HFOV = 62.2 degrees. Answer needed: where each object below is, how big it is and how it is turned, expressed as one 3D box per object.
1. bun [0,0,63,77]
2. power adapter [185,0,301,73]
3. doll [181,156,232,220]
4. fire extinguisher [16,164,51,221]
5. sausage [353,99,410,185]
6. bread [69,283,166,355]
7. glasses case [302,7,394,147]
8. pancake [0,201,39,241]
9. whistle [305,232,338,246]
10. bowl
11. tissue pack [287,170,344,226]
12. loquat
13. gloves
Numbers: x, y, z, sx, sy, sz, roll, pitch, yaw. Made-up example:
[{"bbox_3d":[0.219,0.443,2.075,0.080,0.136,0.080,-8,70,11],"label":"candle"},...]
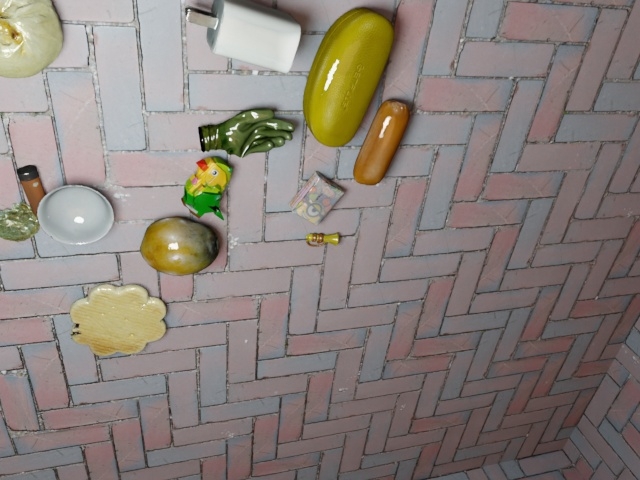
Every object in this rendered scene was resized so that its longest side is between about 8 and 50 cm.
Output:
[{"bbox_3d":[-0.682,-0.459,1.166,0.223,0.127,0.222,-8,128,-11],"label":"bun"},{"bbox_3d":[-0.192,-0.505,1.264,0.256,0.187,0.124,9,119,-24],"label":"power adapter"},{"bbox_3d":[-0.319,-0.150,1.522,0.135,0.106,0.186,7,121,-30],"label":"doll"},{"bbox_3d":[-0.761,-0.115,1.433,0.062,0.050,0.177,-26,133,-29],"label":"fire extinguisher"},{"bbox_3d":[0.182,-0.291,1.599,0.105,0.105,0.274,9,120,-24],"label":"sausage"},{"bbox_3d":[-0.656,0.256,1.726,0.317,0.054,0.315,-8,125,-12],"label":"bread"},{"bbox_3d":[0.064,-0.432,1.432,0.174,0.141,0.371,10,120,-24],"label":"glasses case"},{"bbox_3d":[-0.844,-0.047,1.467,0.130,0.022,0.116,-17,130,-7],"label":"pancake"},{"bbox_3d":[0.002,-0.005,1.787,0.109,0.057,0.046,2,79,-10],"label":"whistle"},{"bbox_3d":[-0.670,-0.087,1.458,0.189,0.086,0.188,-11,126,-16],"label":"bowl"},{"bbox_3d":[-0.014,-0.130,1.670,0.109,0.060,0.148,28,112,-34],"label":"tissue pack"},{"bbox_3d":[-0.412,0.017,1.570,0.228,0.179,0.179,11,120,-21],"label":"loquat"},{"bbox_3d":[-0.204,-0.294,1.463,0.269,0.107,0.135,-2,118,3],"label":"gloves"}]
